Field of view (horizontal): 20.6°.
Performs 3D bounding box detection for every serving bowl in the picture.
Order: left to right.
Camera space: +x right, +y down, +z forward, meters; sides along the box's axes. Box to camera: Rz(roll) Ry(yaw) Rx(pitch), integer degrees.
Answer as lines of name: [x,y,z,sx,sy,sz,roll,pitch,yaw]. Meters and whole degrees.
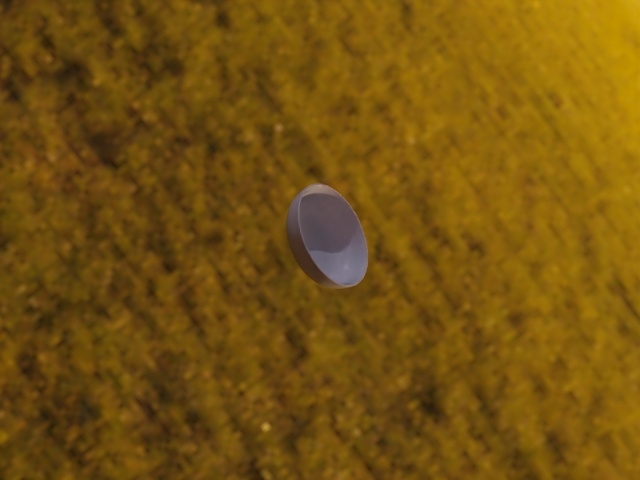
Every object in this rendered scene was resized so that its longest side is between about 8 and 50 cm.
serving bowl: [0.000,0.000,1.344,0.083,0.027,0.083,33,46,-41]
